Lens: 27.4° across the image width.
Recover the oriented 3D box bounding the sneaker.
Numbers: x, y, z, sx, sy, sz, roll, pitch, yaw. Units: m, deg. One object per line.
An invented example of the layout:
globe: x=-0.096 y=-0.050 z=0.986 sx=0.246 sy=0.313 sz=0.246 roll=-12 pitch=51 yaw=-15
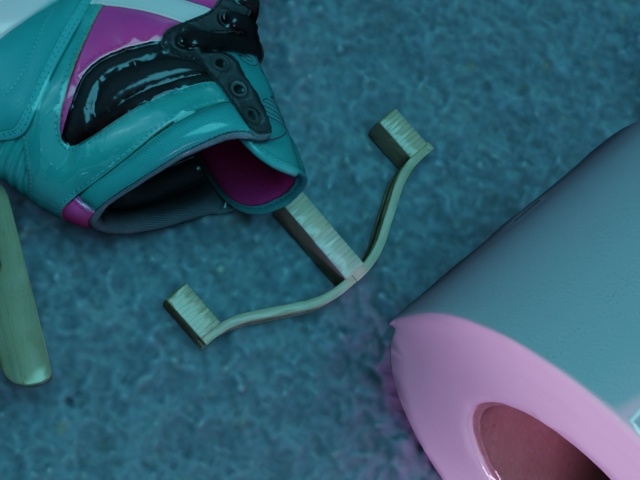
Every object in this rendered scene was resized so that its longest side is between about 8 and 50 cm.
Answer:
sneaker: x=-0.053 y=-0.107 z=0.721 sx=0.295 sy=0.124 sz=0.178 roll=-40 pitch=82 yaw=-13

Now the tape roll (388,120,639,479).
tape roll: x=0.177 y=0.081 z=0.659 sx=0.169 sy=0.246 sz=0.246 roll=-38 pitch=85 yaw=-20

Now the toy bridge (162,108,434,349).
toy bridge: x=0.000 y=0.000 z=0.756 sx=0.188 sy=0.026 sz=0.063 roll=-40 pitch=89 yaw=-20

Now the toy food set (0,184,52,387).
toy food set: x=-0.244 y=0.046 z=0.684 sx=0.192 sy=0.038 sz=0.132 roll=-12 pitch=70 yaw=-11
